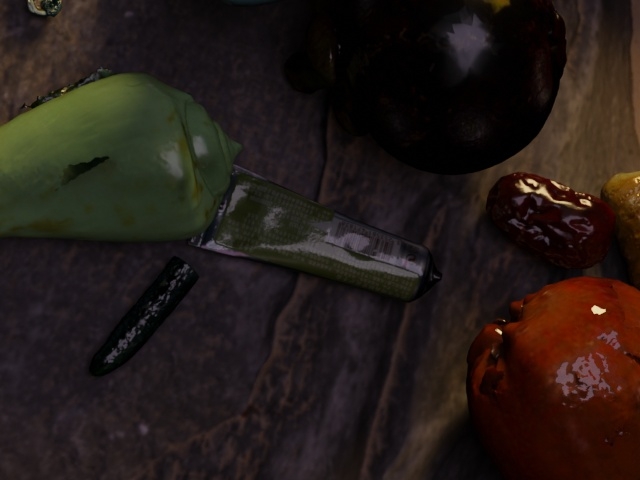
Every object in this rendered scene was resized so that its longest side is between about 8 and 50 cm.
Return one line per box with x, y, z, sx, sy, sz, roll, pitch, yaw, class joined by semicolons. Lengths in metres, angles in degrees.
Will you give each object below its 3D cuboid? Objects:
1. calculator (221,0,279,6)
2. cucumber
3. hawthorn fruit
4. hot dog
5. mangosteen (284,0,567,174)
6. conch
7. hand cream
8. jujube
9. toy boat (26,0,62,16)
0.042;-0.299;1.631;0.386;0.256;0.054;-23;116;-15;calculator
-0.161;0.073;1.632;0.032;0.032;0.133;42;73;-9;cucumber
0.258;0.171;1.673;0.211;0.211;0.299;-40;108;-17;hawthorn fruit
0.350;0.065;1.780;0.088;0.061;0.286;-26;91;-7;hot dog
0.091;-0.167;1.657;0.265;0.228;0.228;-4;84;19;mangosteen
-0.196;-0.074;1.607;0.250;0.137;0.143;4;110;2;conch
0.000;0.000;1.688;0.235;0.055;0.086;18;76;-7;hand cream
0.221;-0.020;1.741;0.129;0.077;0.077;23;77;-8;jujube
-0.250;-0.243;1.639;0.038;0.038;0.083;-2;85;-18;toy boat
